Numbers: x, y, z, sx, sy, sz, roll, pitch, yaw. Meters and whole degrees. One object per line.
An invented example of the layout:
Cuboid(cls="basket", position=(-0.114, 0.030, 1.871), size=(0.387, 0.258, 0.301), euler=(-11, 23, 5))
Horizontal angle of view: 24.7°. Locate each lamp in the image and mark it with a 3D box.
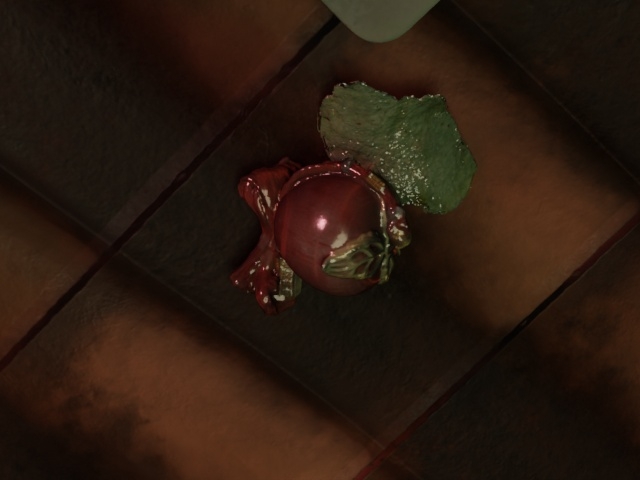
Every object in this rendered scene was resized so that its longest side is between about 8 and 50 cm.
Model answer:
Cuboid(cls="lamp", position=(0.010, -0.001, 1.760), size=(0.151, 0.223, 0.215), euler=(-10, 113, -40))

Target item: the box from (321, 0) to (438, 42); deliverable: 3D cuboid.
Cuboid(cls="box", position=(0.067, -0.450, 1.576), size=(0.367, 0.090, 0.373), euler=(-43, 117, 10))

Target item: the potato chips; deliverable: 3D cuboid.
Cuboid(cls="potato chips", position=(0.102, -0.115, 1.773), size=(0.228, 0.059, 0.167), euler=(12, 121, -18))
